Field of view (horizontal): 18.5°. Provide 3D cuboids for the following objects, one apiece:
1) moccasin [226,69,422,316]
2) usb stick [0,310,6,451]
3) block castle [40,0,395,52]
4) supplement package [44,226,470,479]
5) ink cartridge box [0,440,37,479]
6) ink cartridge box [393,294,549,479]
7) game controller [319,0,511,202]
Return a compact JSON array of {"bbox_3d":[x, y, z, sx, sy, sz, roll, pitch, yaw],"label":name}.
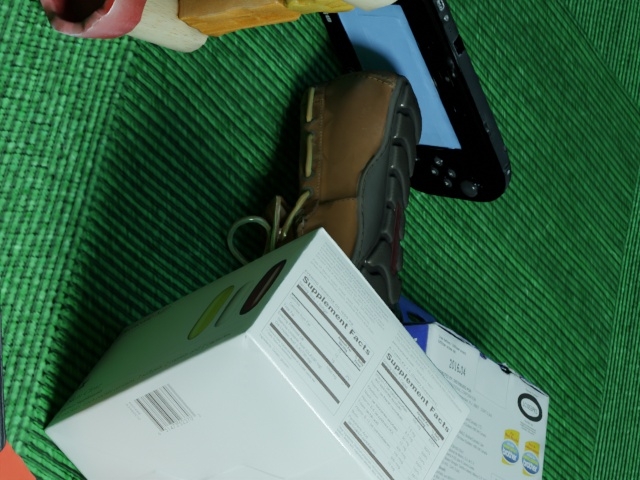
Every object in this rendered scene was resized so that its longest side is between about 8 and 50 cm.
[{"bbox_3d":[-0.001,-0.002,1.881,0.139,0.147,0.380,58,35,-57],"label":"moccasin"},{"bbox_3d":[-0.282,0.035,1.491,0.077,0.045,0.278,-2,86,-16],"label":"usb stick"},{"bbox_3d":[-0.092,-0.396,1.625,0.213,0.303,0.453,12,75,-55],"label":"block castle"},{"bbox_3d":[-0.053,0.145,1.604,0.204,0.262,0.145,51,42,-14],"label":"supplement package"},{"bbox_3d":[-0.191,0.376,1.480,0.385,0.091,0.308,-79,150,-44],"label":"ink cartridge box"},{"bbox_3d":[0.103,0.248,1.979,0.270,0.151,0.395,34,60,-51],"label":"ink cartridge box"},{"bbox_3d":[0.086,-0.175,1.998,0.067,0.166,0.319,-49,126,-36],"label":"game controller"}]
